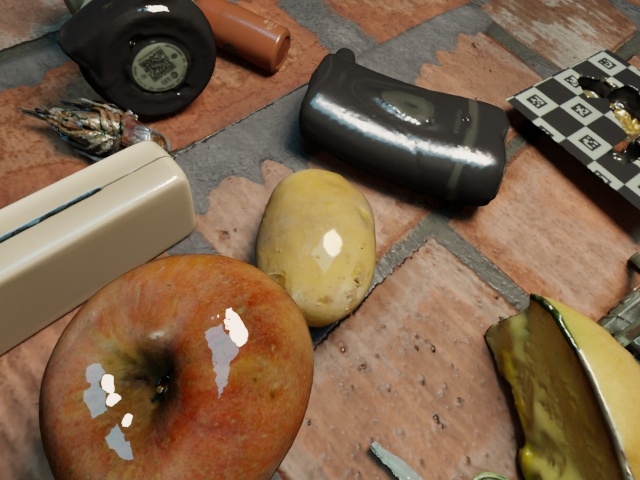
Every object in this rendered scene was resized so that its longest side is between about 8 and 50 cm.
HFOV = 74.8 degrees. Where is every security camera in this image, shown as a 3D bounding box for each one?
[{"bbox_3d":[-0.301,-0.351,0.658,0.197,0.191,0.277,-36,68,4],"label":"security camera"}]

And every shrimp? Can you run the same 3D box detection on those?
[{"bbox_3d":[-0.333,-0.160,0.613,0.233,0.079,0.090,14,97,0],"label":"shrimp"}]

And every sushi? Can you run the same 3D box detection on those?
[{"bbox_3d":[0.588,-0.210,0.827,0.359,0.064,0.343,-29,66,-23],"label":"sushi"}]

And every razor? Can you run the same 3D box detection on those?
[{"bbox_3d":[0.138,-0.186,0.695,0.349,0.113,0.204,21,58,4],"label":"razor"}]

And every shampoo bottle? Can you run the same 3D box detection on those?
[{"bbox_3d":[-0.177,-0.392,0.763,0.244,0.085,0.085,25,60,3],"label":"shampoo bottle"}]

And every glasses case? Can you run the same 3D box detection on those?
[{"bbox_3d":[-0.306,0.019,0.478,0.336,0.144,0.076,-37,75,-27],"label":"glasses case"}]

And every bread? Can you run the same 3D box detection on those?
[{"bbox_3d":[0.310,0.197,0.490,0.133,0.174,0.252,4,56,-12],"label":"bread"}]

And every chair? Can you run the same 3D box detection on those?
[{"bbox_3d":[0.488,0.128,0.595,0.136,0.147,0.270,42,19,10],"label":"chair"}]

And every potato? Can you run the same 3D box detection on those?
[{"bbox_3d":[0.000,0.000,0.559,0.150,0.146,0.234,26,53,-34],"label":"potato"}]

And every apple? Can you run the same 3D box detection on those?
[{"bbox_3d":[-0.122,0.142,0.411,0.253,0.253,0.253,5,61,-9],"label":"apple"}]

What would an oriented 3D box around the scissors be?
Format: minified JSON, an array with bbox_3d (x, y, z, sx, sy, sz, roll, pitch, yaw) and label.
[{"bbox_3d":[0.129,0.302,0.475,0.187,0.020,0.133,28,64,4],"label":"scissors"}]
